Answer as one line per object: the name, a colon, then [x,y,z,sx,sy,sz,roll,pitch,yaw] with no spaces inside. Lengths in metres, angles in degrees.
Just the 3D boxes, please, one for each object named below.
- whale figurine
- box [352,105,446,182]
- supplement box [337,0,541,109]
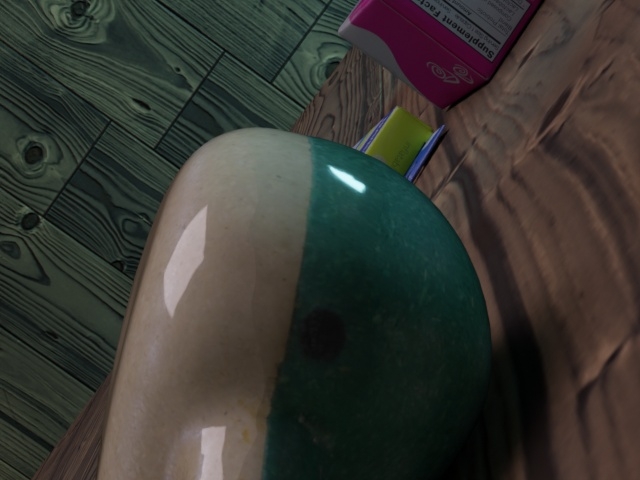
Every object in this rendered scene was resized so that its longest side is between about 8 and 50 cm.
whale figurine: [-0.016,0.096,0.555,0.216,0.141,0.272,166,114,-80]
box: [0.027,-0.035,1.147,0.109,0.042,0.178,-58,7,-24]
supplement box: [0.126,-0.228,1.130,0.220,0.114,0.111,-54,7,-13]
